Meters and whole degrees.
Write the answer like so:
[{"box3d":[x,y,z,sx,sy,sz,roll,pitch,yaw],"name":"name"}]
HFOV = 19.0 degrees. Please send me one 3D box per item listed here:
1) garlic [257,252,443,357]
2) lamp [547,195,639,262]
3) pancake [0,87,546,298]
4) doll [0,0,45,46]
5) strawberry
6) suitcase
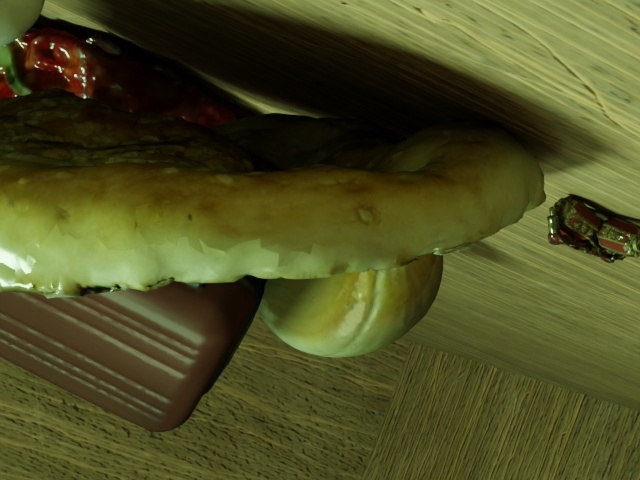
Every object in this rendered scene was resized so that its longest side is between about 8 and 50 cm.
[{"box3d":[0.002,0.009,1.595,0.245,0.145,0.164,19,146,47],"name":"garlic"},{"box3d":[0.162,-0.004,1.154,0.063,0.031,0.083,21,180,1],"name":"lamp"},{"box3d":[-0.064,-0.034,1.013,0.387,0.082,0.387,2,-171,0],"name":"pancake"},{"box3d":[-0.361,-0.062,0.845,0.187,0.376,0.365,49,-164,31],"name":"doll"},{"box3d":[-0.171,-0.054,1.320,0.253,0.150,0.280,16,172,31],"name":"strawberry"},{"box3d":[-0.191,0.004,1.516,0.297,0.161,0.236,26,147,-3],"name":"suitcase"}]
